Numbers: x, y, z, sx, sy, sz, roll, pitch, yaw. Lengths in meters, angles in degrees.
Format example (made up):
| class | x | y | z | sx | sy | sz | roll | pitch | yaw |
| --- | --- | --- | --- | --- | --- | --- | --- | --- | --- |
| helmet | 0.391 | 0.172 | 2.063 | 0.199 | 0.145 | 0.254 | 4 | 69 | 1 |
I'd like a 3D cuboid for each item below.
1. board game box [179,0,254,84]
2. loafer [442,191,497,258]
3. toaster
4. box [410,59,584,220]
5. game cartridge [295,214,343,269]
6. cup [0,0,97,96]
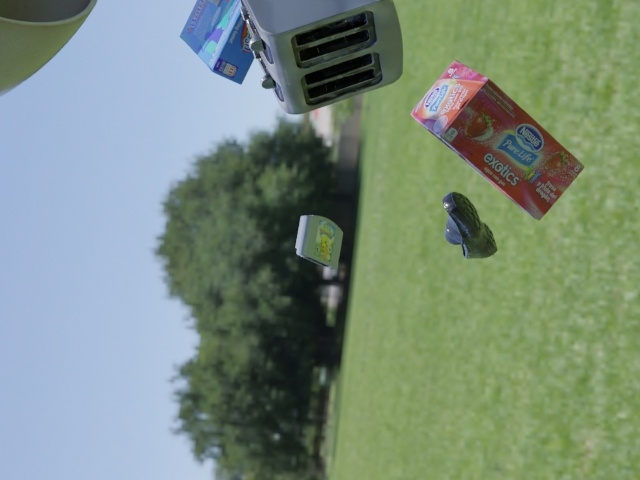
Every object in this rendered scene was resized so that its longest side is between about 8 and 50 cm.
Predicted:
| class | x | y | z | sx | sy | sz | roll | pitch | yaw |
| --- | --- | --- | --- | --- | --- | --- | --- | --- | --- |
| board game box | -0.110 | -0.304 | 1.638 | 0.160 | 0.047 | 0.210 | -62 | 25 | 12 |
| loafer | 0.273 | -0.021 | 2.422 | 0.223 | 0.078 | 0.076 | 46 | -155 | -55 |
| toaster | 0.007 | -0.245 | 1.436 | 0.168 | 0.185 | 0.110 | 76 | 175 | -63 |
| box | 0.289 | -0.163 | 2.063 | 0.123 | 0.257 | 0.128 | -51 | 29 | 5 |
| game cartridge | 0.000 | 0.000 | 1.536 | 0.083 | 0.017 | 0.056 | 25 | -112 | -55 |
| cup | -0.511 | -0.321 | 1.776 | 0.237 | 0.331 | 0.331 | -54 | 17 | 33 |
